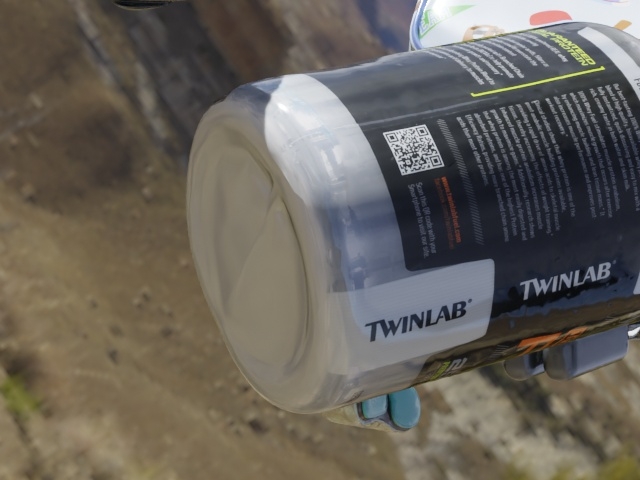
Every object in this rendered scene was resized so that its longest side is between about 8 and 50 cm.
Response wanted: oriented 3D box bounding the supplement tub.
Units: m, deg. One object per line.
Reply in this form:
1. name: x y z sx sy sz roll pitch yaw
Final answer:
1. supplement tub: 0.102 -0.025 1.058 0.207 0.338 0.207 39 -45 52

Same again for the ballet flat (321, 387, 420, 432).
1. ballet flat: 0.043 0.148 1.527 0.168 0.052 0.057 25 62 -65

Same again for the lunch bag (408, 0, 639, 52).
1. lunch bag: 0.227 -0.164 1.311 0.115 0.303 0.243 90 15 -45

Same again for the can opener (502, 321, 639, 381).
1. can opener: 0.241 0.073 1.502 0.280 0.074 0.093 -16 102 -61

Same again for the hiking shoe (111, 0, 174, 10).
1. hiking shoe: -0.141 -0.298 1.105 0.304 0.113 0.132 94 -26 -49
